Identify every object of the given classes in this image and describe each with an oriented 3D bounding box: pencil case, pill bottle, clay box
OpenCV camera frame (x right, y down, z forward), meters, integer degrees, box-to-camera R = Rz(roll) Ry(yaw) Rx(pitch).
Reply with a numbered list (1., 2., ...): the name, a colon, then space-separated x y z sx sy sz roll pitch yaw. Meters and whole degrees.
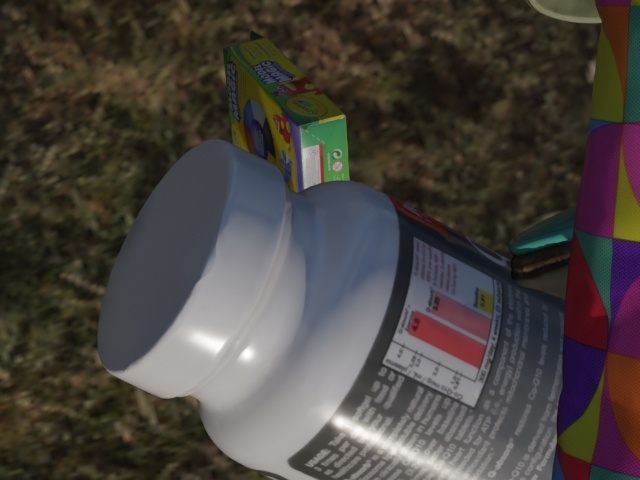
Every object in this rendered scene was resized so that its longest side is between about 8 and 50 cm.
1. pencil case: 0.138 0.004 0.688 0.104 0.104 0.236 1 95 -43
2. pill bottle: 0.045 0.084 1.294 0.363 0.210 0.210 27 59 -23
3. clay box: -0.039 -0.104 1.795 0.053 0.222 0.127 -16 122 -19

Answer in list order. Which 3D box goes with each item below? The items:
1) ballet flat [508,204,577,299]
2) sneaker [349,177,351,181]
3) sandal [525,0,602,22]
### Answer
1. ballet flat: 0.220 -0.018 0.829 0.280 0.095 0.096 -27 97 -10
2. sneaker: 0.000 0.000 1.984 0.103 0.111 0.252 -29 120 -16
3. sandal: 0.370 -0.283 2.060 0.302 0.086 0.120 7 107 -8
